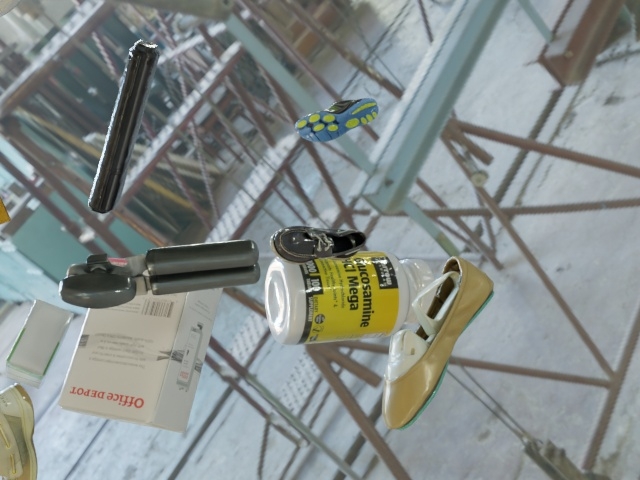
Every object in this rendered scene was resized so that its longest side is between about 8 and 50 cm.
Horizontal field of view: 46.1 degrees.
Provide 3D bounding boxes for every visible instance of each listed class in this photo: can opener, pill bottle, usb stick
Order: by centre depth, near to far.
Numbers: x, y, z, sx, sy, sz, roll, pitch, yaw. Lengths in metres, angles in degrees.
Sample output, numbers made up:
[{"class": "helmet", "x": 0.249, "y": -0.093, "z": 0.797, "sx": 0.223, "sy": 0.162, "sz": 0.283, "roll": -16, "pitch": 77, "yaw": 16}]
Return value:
[{"class": "can opener", "x": -0.225, "y": 0.056, "z": 1.080, "sx": 0.280, "sy": 0.074, "sz": 0.093, "roll": -8, "pitch": 42, "yaw": -11}, {"class": "usb stick", "x": -0.308, "y": -0.173, "z": 1.174, "sx": 0.077, "sy": 0.045, "sz": 0.278, "roll": -85, "pitch": 15, "yaw": -72}, {"class": "pill bottle", "x": 0.065, "y": 0.116, "z": 1.584, "sx": 0.188, "sy": 0.334, "sz": 0.188, "roll": 178, "pitch": 90, "yaw": -68}]

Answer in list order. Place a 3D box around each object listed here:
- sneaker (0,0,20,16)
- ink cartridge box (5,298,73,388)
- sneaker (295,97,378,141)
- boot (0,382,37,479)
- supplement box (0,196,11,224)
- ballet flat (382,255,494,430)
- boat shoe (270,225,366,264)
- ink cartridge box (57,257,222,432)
[{"class": "sneaker", "x": -0.647, "y": -0.405, "z": 1.258, "sx": 0.293, "sy": 0.108, "sz": 0.169, "roll": -11, "pitch": 18, "yaw": 21}, {"class": "ink cartridge box", "x": -0.642, "y": 0.240, "z": 1.711, "sx": 0.212, "sy": 0.093, "sz": 0.154, "roll": -42, "pitch": 27, "yaw": 62}, {"class": "sneaker", "x": 0.034, "y": -0.263, "z": 1.638, "sx": 0.188, "sy": 0.067, "sz": 0.078, "roll": -22, "pitch": 19, "yaw": -14}, {"class": "boot", "x": -0.627, "y": 0.404, "z": 1.368, "sx": 0.095, "sy": 0.262, "sz": 0.203, "roll": 31, "pitch": 34, "yaw": 33}, {"class": "supplement box", "x": -0.748, "y": -0.057, "z": 1.484, "sx": 0.191, "sy": 0.129, "sz": 0.194, "roll": -25, "pitch": 10, "yaw": -33}, {"class": "ballet flat", "x": 0.121, "y": 0.111, "z": 0.871, "sx": 0.232, "sy": 0.073, "sz": 0.080, "roll": -51, "pitch": 13, "yaw": -32}, {"class": "boat shoe", "x": 0.000, "y": 0.000, "z": 1.373, "sx": 0.065, "sy": 0.206, "sz": 0.075, "roll": -28, "pitch": 69, "yaw": 43}, {"class": "ink cartridge box", "x": -0.317, "y": 0.184, "z": 1.344, "sx": 0.207, "sy": 0.117, "sz": 0.283, "roll": 3, "pitch": 69, "yaw": 25}]
